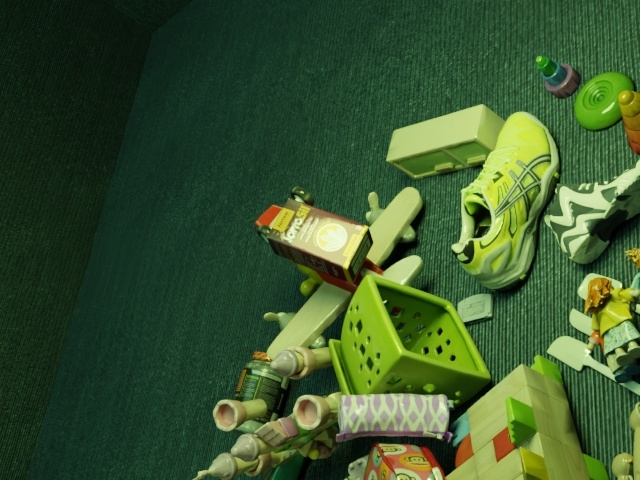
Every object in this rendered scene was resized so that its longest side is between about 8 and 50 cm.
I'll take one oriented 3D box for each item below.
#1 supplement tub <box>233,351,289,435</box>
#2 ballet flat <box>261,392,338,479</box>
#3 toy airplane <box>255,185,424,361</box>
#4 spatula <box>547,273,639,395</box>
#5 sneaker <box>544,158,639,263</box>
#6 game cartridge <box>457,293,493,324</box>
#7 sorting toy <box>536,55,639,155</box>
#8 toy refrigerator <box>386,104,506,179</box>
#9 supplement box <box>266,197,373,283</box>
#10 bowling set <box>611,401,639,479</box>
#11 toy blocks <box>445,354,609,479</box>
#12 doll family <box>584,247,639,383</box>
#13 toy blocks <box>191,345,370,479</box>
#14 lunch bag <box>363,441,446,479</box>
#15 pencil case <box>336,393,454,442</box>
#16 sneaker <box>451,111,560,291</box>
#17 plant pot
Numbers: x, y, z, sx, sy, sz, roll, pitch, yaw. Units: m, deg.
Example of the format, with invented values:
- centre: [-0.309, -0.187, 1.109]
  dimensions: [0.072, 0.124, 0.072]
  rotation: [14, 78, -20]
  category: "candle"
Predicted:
- centre: [-0.142, 0.366, 2.083]
  dimensions: [0.117, 0.117, 0.190]
  rotation: [-5, 61, 51]
  category: "supplement tub"
- centre: [-0.051, 0.435, 1.938]
  dimensions: [0.280, 0.095, 0.096]
  rotation: [-56, 25, 6]
  category: "ballet flat"
- centre: [0.058, 0.074, 1.959]
  dimensions: [0.386, 0.272, 0.384]
  rotation: [-10, 62, 6]
  category: "toy airplane"
- centre: [0.501, 0.161, 1.481]
  dimensions: [0.168, 0.019, 0.242]
  rotation: [-59, 33, 0]
  category: "spatula"
- centre: [0.499, -0.087, 1.599]
  dimensions: [0.235, 0.094, 0.153]
  rotation: [-58, 41, 22]
  category: "sneaker"
- centre: [0.309, 0.136, 1.755]
  dimensions: [0.083, 0.017, 0.056]
  rotation: [-21, 53, 44]
  category: "game cartridge"
- centre: [0.527, -0.284, 1.683]
  dimensions: [0.127, 0.126, 0.365]
  rotation: [-54, 35, 9]
  category: "sorting toy"
- centre: [0.281, -0.211, 1.972]
  dimensions: [0.270, 0.102, 0.094]
  rotation: [-10, 58, 49]
  category: "toy refrigerator"
- centre: [0.000, 0.000, 1.806]
  dimensions: [0.188, 0.081, 0.104]
  rotation: [21, 70, 20]
  category: "supplement box"
- centre: [0.529, 0.308, 1.239]
  dimensions: [0.287, 0.200, 0.154]
  rotation: [92, -177, -52]
  category: "bowling set"
- centre: [0.303, 0.398, 1.445]
  dimensions: [0.261, 0.191, 0.381]
  rotation: [-49, 24, 32]
  category: "toy blocks"
- centre: [0.513, 0.095, 1.399]
  dimensions: [0.263, 0.118, 0.163]
  rotation: [-36, 43, 28]
  category: "doll family"
- centre: [-0.072, 0.398, 1.731]
  dimensions: [0.289, 0.260, 0.309]
  rotation: [-41, 68, 26]
  category: "toy blocks"
- centre: [0.135, 0.503, 1.483]
  dimensions: [0.258, 0.120, 0.293]
  rotation: [-140, 56, -82]
  category: "lunch bag"
- centre: [0.130, 0.317, 1.562]
  dimensions: [0.086, 0.206, 0.088]
  rotation: [88, -178, -50]
  category: "pencil case"
- centre: [0.363, -0.098, 1.740]
  dimensions: [0.145, 0.147, 0.384]
  rotation: [-15, 53, 49]
  category: "sneaker"
- centre: [0.152, 0.232, 1.703]
  dimensions: [0.207, 0.227, 0.228]
  rotation: [-55, 33, 27]
  category: "plant pot"
